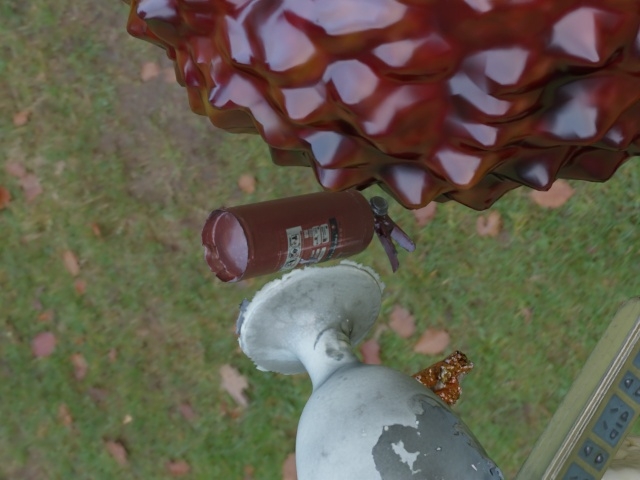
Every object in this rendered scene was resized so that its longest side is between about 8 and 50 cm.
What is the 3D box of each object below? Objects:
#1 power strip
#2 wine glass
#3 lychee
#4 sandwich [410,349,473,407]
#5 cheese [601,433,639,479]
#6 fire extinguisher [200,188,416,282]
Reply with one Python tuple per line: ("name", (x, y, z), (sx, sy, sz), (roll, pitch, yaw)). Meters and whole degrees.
("power strip", (0.307, 0.245, 1.439), (0.387, 0.092, 0.066), (-57, 36, -6))
("wine glass", (0.048, 0.191, 1.202), (0.357, 0.190, 0.190), (60, 136, 43))
("lychee", (0.111, -0.244, 0.642), (0.500, 0.424, 0.424), (-40, 83, 1))
("sandwich", (0.131, 0.224, 1.643), (0.079, 0.159, 0.235), (61, 165, 10))
("cheese", (0.424, 0.338, 1.626), (0.251, 0.248, 0.174), (51, 149, -15))
("fire extinguisher", (0.000, 0.000, 1.750), (0.106, 0.337, 0.147), (-43, 66, 45))
